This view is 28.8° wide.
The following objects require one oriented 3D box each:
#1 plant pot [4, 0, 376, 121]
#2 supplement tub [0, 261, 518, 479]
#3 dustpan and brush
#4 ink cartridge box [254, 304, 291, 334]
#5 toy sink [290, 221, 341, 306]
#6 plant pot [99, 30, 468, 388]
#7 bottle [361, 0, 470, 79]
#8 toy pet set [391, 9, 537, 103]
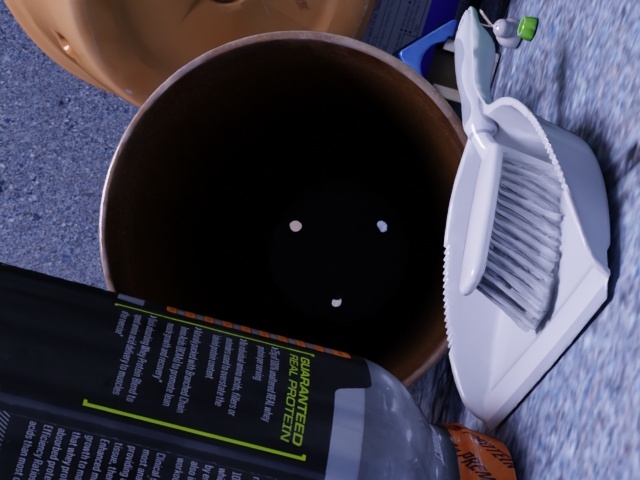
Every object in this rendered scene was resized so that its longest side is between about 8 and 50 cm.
[{"bbox_3d":[-0.083,-0.207,0.839,0.203,0.291,0.291,-119,43,-58],"label":"plant pot"},{"bbox_3d":[-0.083,0.125,0.567,0.193,0.316,0.193,-165,90,-84],"label":"supplement tub"},{"bbox_3d":[0.088,-0.033,0.613,0.147,0.060,0.211,115,168,-53],"label":"dustpan and brush"},{"bbox_3d":[-0.144,0.226,0.997,0.285,0.166,0.395,-50,-6,-22],"label":"ink cartridge box"},{"bbox_3d":[-0.100,0.047,1.218,0.131,0.234,0.153,-82,11,-51],"label":"toy sink"},{"bbox_3d":[0.000,0.000,0.788,0.230,0.215,0.215,26,-101,-81],"label":"plant pot"},{"bbox_3d":[0.077,-0.214,0.971,0.118,0.092,0.283,-116,42,-81],"label":"bottle"},{"bbox_3d":[0.087,-0.120,0.801,0.114,0.065,0.122,-127,53,-81],"label":"toy pet set"}]
